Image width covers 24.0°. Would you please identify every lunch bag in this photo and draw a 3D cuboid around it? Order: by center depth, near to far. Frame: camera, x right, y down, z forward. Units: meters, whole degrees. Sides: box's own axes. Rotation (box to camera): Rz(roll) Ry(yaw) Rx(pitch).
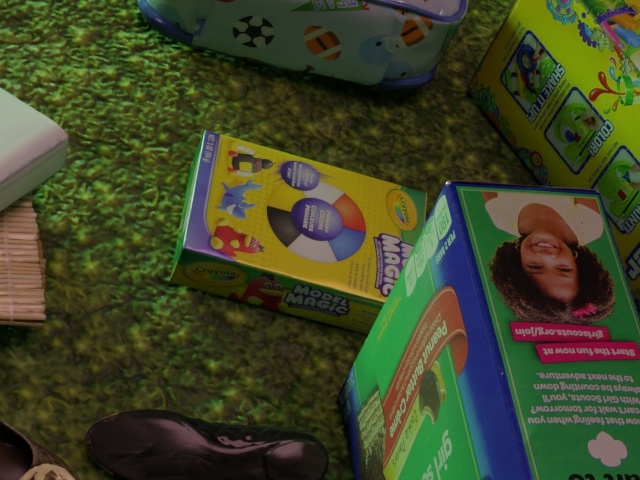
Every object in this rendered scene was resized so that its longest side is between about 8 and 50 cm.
[{"bbox_3d":[-0.008,-0.264,1.372,0.303,0.115,0.243,12,47,-12],"label":"lunch bag"}]

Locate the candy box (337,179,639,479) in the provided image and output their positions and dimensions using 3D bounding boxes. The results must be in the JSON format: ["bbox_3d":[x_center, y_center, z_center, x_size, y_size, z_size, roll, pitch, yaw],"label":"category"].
[{"bbox_3d":[0.122,0.166,0.970,0.122,0.268,0.317,0,53,-18],"label":"candy box"}]

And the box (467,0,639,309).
[{"bbox_3d":[0.345,-0.127,1.360,0.290,0.177,0.279,-18,62,-33],"label":"box"}]

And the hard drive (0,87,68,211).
[{"bbox_3d":[-0.374,-0.044,1.040,0.233,0.047,0.353,31,40,14],"label":"hard drive"}]

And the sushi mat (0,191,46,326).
[{"bbox_3d":[-0.351,0.000,1.060,0.317,0.019,0.151,3,38,-20],"label":"sushi mat"}]

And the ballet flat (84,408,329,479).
[{"bbox_3d":[-0.080,0.153,1.060,0.173,0.049,0.057,8,78,-10],"label":"ballet flat"}]

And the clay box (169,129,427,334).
[{"bbox_3d":[0.000,0.000,1.199,0.222,0.053,0.127,14,50,-10],"label":"clay box"}]

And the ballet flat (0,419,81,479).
[{"bbox_3d":[-0.256,0.125,0.989,0.250,0.058,0.084,33,47,6],"label":"ballet flat"}]
